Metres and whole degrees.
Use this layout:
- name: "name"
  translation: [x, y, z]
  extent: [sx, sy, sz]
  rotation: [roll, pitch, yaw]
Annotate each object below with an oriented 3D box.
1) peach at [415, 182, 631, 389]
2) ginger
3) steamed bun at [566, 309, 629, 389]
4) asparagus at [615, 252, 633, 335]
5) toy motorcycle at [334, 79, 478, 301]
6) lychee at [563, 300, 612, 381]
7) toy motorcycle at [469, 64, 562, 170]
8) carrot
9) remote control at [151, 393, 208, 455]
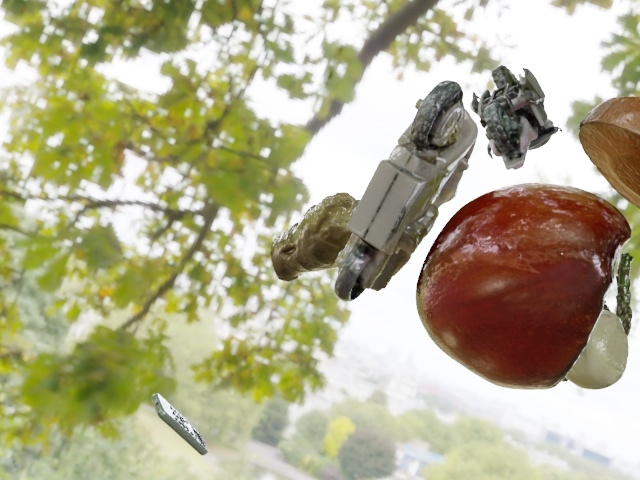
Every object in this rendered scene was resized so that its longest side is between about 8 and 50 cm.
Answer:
- name: "peach"
  translation: [0.244, 0.049, 1.320]
  extent: [0.245, 0.248, 0.274]
  rotation: [3, -26, -20]
- name: "ginger"
  translation: [0.000, 0.000, 2.022]
  extent: [0.116, 0.109, 0.263]
  rotation: [15, -27, -27]
- name: "steamed bun"
  translation: [0.426, 0.173, 1.752]
  extent: [0.091, 0.130, 0.112]
  rotation: [9, -10, -34]
- name: "asparagus"
  translation: [0.553, 0.105, 1.993]
  extent: [0.030, 0.165, 0.036]
  rotation: [13, -16, -30]
- name: "toy motorcycle"
  translation: [0.125, -0.069, 1.500]
  extent: [0.108, 0.340, 0.223]
  rotation: [33, 21, 17]
- name: "lychee"
  translation: [0.452, 0.160, 2.205]
  extent: [0.276, 0.304, 0.275]
  rotation: [45, 14, -14]
- name: "toy motorcycle"
  translation: [0.392, -0.231, 2.182]
  extent: [0.188, 0.143, 0.327]
  rotation: [56, 25, -17]
- name: "carrot"
  translation: [0.612, -0.146, 1.991]
  extent: [0.307, 0.100, 0.258]
  rotation: [36, -19, 18]
- name: "remote control"
  translation: [-0.210, 0.276, 1.638]
  extent: [0.124, 0.018, 0.053]
  rotation: [52, -2, -37]
